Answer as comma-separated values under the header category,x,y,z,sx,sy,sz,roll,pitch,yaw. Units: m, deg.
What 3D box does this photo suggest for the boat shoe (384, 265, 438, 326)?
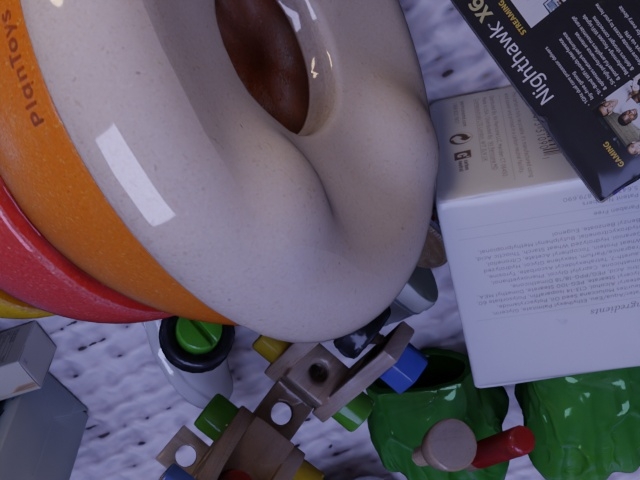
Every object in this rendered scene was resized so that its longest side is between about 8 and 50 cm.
category,x,y,z,sx,sy,sz,roll,pitch,yaw
boat shoe,0.000,0.000,0.812,0.081,0.079,0.227,-36,116,28

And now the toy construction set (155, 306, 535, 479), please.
category,x,y,z,sx,sy,sz,roll,pitch,yaw
toy construction set,-0.007,0.175,0.831,0.308,0.258,0.237,14,158,-8

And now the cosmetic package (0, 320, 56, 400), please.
category,x,y,z,sx,sy,sz,roll,pitch,yaw
cosmetic package,-0.323,0.126,0.945,0.115,0.060,0.041,-17,125,18

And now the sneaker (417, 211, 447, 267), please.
category,x,y,z,sx,sy,sz,roll,pitch,yaw
sneaker,0.075,-0.031,0.802,0.042,0.067,0.118,-17,138,21

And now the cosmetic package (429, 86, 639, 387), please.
category,x,y,z,sx,sy,sz,roll,pitch,yaw
cosmetic package,0.174,-0.008,0.748,0.151,0.151,0.184,-9,124,11

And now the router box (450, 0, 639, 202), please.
category,x,y,z,sx,sy,sz,roll,pitch,yaw
router box,0.176,-0.216,0.552,0.243,0.081,0.309,-37,86,27

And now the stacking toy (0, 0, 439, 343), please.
category,x,y,z,sx,sy,sz,roll,pitch,yaw
stacking toy,-0.194,-0.063,0.666,0.479,0.351,0.351,-17,124,31

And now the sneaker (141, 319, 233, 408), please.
category,x,y,z,sx,sy,sz,roll,pitch,yaw
sneaker,-0.111,0.066,0.879,0.094,0.080,0.212,-21,122,6

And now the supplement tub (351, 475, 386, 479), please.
category,x,y,z,sx,sy,sz,roll,pitch,yaw
supplement tub,-0.023,0.379,1.027,0.272,0.191,0.191,-26,121,21

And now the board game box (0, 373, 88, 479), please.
category,x,y,z,sx,sy,sz,roll,pitch,yaw
board game box,-0.397,0.275,0.959,0.303,0.224,0.097,-26,122,21

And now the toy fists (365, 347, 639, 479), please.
category,x,y,z,sx,sy,sz,roll,pitch,yaw
toy fists,0.182,0.166,0.915,0.279,0.096,0.142,-10,112,13
